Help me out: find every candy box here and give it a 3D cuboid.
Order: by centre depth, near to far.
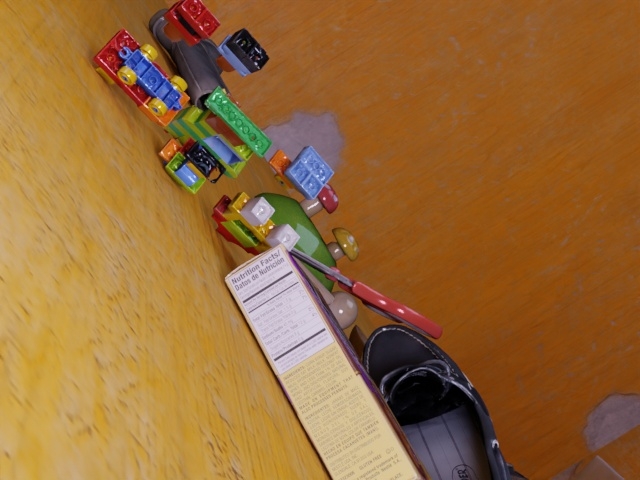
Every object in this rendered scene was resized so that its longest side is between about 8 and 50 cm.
[{"bbox_3d":[0.008,0.103,0.645,0.187,0.053,0.109,60,2,24],"label":"candy box"}]

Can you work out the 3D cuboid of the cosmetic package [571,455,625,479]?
[{"bbox_3d":[0.362,0.430,1.062,0.156,0.217,0.385,44,1,-6],"label":"cosmetic package"}]

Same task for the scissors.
[{"bbox_3d":[0.034,0.046,1.024,0.109,0.021,0.297,23,-9,45],"label":"scissors"}]

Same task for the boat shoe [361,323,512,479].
[{"bbox_3d":[0.114,0.186,0.958,0.340,0.127,0.113,-105,178,-51],"label":"boat shoe"}]

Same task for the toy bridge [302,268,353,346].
[{"bbox_3d":[-0.021,0.056,1.081,0.188,0.026,0.063,57,0,-27],"label":"toy bridge"}]

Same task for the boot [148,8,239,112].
[{"bbox_3d":[-0.170,-0.244,1.392,0.208,0.076,0.189,51,12,31],"label":"boot"}]

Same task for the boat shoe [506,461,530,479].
[{"bbox_3d":[0.197,0.305,1.117,0.130,0.132,0.355,59,1,13],"label":"boat shoe"}]

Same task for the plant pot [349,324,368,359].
[{"bbox_3d":[0.103,0.235,1.366,0.236,0.032,0.236,58,1,-1],"label":"plant pot"}]

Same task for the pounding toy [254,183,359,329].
[{"bbox_3d":[0.000,0.000,1.287,0.183,0.110,0.237,57,2,-29],"label":"pounding toy"}]

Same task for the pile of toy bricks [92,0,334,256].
[{"bbox_3d":[-0.091,-0.088,0.730,0.212,0.118,0.105,48,-27,-24],"label":"pile of toy bricks"}]
